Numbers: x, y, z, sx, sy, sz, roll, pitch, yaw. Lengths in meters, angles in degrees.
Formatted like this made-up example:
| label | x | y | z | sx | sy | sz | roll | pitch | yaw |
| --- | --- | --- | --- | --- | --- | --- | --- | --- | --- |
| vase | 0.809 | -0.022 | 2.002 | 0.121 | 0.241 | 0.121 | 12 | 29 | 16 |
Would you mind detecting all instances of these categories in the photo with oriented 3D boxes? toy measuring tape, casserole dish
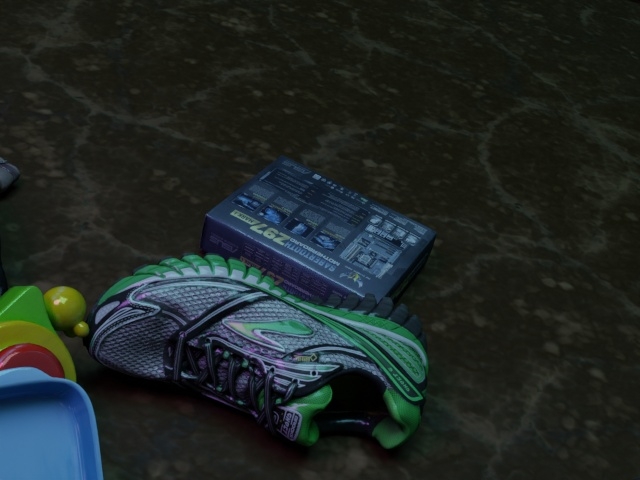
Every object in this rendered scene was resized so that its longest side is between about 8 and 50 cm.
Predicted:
| label | x | y | z | sx | sy | sz | roll | pitch | yaw |
| --- | --- | --- | --- | --- | --- | --- | --- | --- | --- |
| toy measuring tape | -0.307 | 0.165 | 0.782 | 0.121 | 0.121 | 0.330 | 29 | 56 | 19 |
| casserole dish | -0.230 | 0.194 | 0.735 | 0.114 | 0.037 | 0.188 | -5 | 82 | -29 |

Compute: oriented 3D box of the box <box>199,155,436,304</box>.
| label | x | y | z | sx | sy | sz | roll | pitch | yaw |
| --- | --- | --- | --- | --- | --- | --- | --- | --- | --- |
| box | 0.000 | 0.000 | 1.136 | 0.232 | 0.059 | 0.183 | 26 | 37 | 15 |

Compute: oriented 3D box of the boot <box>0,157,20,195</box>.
| label | x | y | z | sx | sy | sz | roll | pitch | yaw |
| --- | --- | --- | --- | --- | --- | --- | --- | --- | --- |
| boot | -0.423 | -0.084 | 1.121 | 0.118 | 0.042 | 0.087 | 29 | 31 | 17 |

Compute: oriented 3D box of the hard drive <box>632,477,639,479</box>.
| label | x | y | z | sx | sy | sz | roll | pitch | yaw |
| --- | --- | --- | --- | --- | --- | --- | --- | --- | --- |
| hard drive | 0.267 | 0.255 | 0.853 | 0.135 | 0.094 | 0.022 | -8 | 40 | -28 |

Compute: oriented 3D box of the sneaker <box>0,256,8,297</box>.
| label | x | y | z | sx | sy | sz | roll | pitch | yaw |
| --- | --- | --- | --- | --- | --- | --- | --- | --- | --- |
| sneaker | -0.368 | 0.005 | 0.939 | 0.107 | 0.124 | 0.283 | -4 | 40 | -24 |

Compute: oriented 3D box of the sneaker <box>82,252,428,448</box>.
| label | x | y | z | sx | sy | sz | roll | pitch | yaw |
| --- | --- | --- | --- | --- | --- | --- | --- | --- | --- |
| sneaker | -0.055 | 0.111 | 0.900 | 0.343 | 0.134 | 0.146 | 9 | 36 | -9 |
